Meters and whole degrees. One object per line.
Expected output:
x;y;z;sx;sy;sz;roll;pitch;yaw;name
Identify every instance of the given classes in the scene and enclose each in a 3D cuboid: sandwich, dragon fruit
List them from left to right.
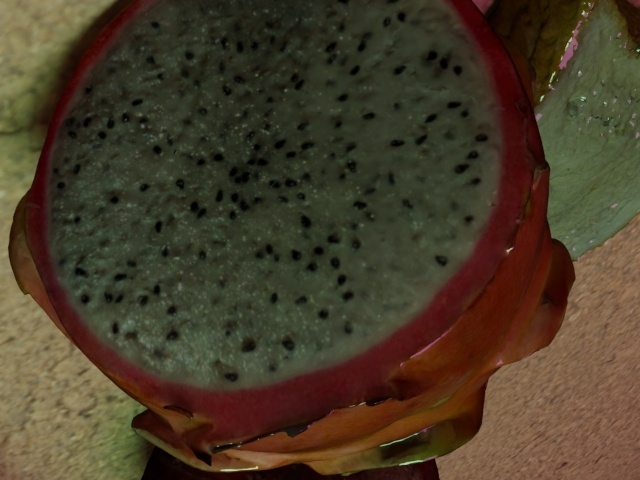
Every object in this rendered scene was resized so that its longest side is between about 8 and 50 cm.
0.000;0.000;0.683;0.305;0.305;0.226;-36;153;4;dragon fruit
0.190;-0.085;0.898;0.251;0.087;0.226;14;129;-46;sandwich

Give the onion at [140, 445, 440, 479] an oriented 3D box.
-0.023;0.235;0.986;0.276;0.276;0.276;-22;145;-16;onion
